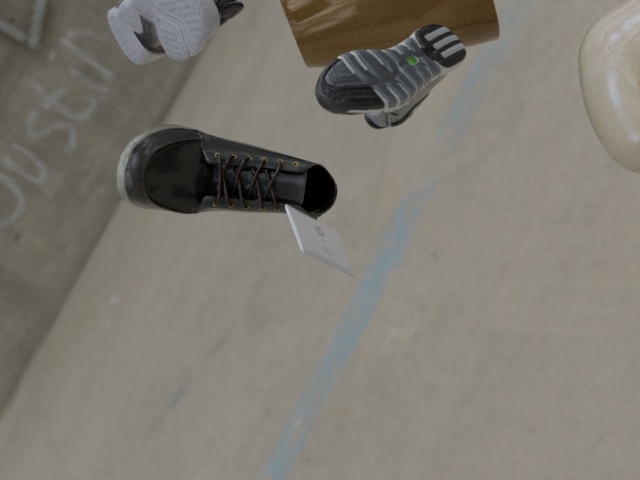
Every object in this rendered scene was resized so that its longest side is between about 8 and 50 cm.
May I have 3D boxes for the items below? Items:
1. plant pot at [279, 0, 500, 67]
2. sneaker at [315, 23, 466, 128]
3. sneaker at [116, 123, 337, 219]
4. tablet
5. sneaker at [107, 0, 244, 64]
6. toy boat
[{"bbox_3d":[0.077,-0.331,1.754,0.254,0.237,0.237,-21,31,2],"label":"plant pot"},{"bbox_3d":[0.069,-0.167,1.566,0.228,0.086,0.132,-24,-20,-37],"label":"sneaker"},{"bbox_3d":[-0.085,-0.063,1.273,0.118,0.222,0.083,13,101,36],"label":"sneaker"},{"bbox_3d":[0.000,0.000,1.195,0.006,0.083,0.054,-34,56,21],"label":"tablet"},{"bbox_3d":[-0.156,-0.296,1.634,0.153,0.101,0.268,-36,17,-22],"label":"sneaker"},{"bbox_3d":[0.359,-0.227,1.235,0.267,0.318,0.148,-14,2,5],"label":"toy boat"}]
